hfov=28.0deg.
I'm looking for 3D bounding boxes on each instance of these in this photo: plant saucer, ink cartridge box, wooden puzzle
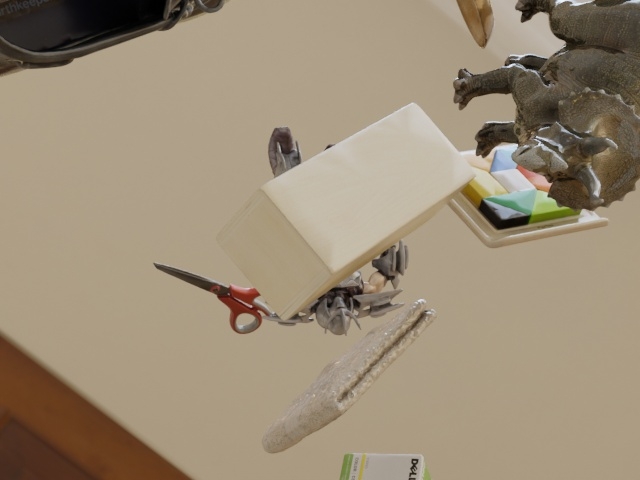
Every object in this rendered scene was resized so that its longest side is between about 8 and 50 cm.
[{"bbox_3d":[0.122,-0.195,1.028,0.015,0.083,0.083,-22,9,0],"label":"plant saucer"},{"bbox_3d":[0.155,0.431,1.978,0.255,0.097,0.188,-3,49,19],"label":"ink cartridge box"},{"bbox_3d":[0.275,-0.077,1.890,0.221,0.238,0.044,-10,-51,-31],"label":"wooden puzzle"}]

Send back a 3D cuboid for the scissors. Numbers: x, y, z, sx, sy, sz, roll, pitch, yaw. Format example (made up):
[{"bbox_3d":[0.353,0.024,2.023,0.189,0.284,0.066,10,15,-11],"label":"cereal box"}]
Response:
[{"bbox_3d":[-0.156,0.076,2.130,0.109,0.297,0.021,-30,50,13],"label":"scissors"}]

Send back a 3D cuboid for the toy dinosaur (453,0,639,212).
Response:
[{"bbox_3d":[0.206,-0.127,0.990,0.160,0.121,0.313,14,52,30],"label":"toy dinosaur"}]

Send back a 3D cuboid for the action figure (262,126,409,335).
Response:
[{"bbox_3d":[0.000,0.000,1.503,0.099,0.185,0.285,111,155,-44],"label":"action figure"}]

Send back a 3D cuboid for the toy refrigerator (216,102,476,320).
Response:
[{"bbox_3d":[0.029,-0.032,1.231,0.269,0.102,0.094,-34,-9,-49],"label":"toy refrigerator"}]

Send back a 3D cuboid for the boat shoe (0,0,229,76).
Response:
[{"bbox_3d":[-0.185,-0.307,1.374,0.500,0.186,0.156,-30,23,-29],"label":"boat shoe"}]

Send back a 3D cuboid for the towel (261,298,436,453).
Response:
[{"bbox_3d":[0.043,0.194,1.873,0.282,0.049,0.187,-41,1,-44],"label":"towel"}]
